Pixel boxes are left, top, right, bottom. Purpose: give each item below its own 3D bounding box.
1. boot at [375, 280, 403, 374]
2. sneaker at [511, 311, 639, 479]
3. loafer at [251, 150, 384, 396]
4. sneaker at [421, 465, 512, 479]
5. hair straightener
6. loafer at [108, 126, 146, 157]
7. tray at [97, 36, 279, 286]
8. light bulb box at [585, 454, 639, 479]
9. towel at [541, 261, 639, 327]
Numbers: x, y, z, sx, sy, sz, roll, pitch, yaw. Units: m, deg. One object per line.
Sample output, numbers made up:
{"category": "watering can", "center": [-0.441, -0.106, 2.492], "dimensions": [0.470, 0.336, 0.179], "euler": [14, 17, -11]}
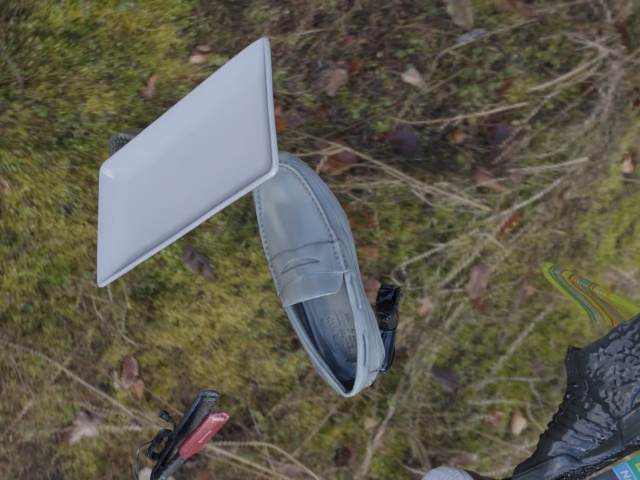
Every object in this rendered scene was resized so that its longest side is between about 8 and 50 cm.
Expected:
{"category": "boot", "center": [0.098, 0.131, 1.378], "dimensions": [0.045, 0.099, 0.121], "euler": [10, 62, 8]}
{"category": "sneaker", "center": [0.202, 0.117, 0.672], "dimensions": [0.170, 0.089, 0.051], "euler": [-37, 146, 28]}
{"category": "loafer", "center": [-0.004, 0.043, 1.133], "dimensions": [0.112, 0.111, 0.319], "euler": [-22, 100, 17]}
{"category": "sneaker", "center": [0.226, 0.283, 0.835], "dimensions": [0.153, 0.269, 0.101], "euler": [12, 97, -45]}
{"category": "hair straightener", "center": [-0.222, 0.304, 1.394], "dimensions": [0.047, 0.089, 0.230], "euler": [8, 129, -42]}
{"category": "loafer", "center": [-0.155, -0.094, 0.992], "dimensions": [0.148, 0.050, 0.056], "euler": [20, 125, -3]}
{"category": "tray", "center": [-0.125, -0.064, 0.852], "dimensions": [0.030, 0.270, 0.145], "euler": [21, 53, -40]}
{"category": "light bulb box", "center": [0.546, 0.547, 1.410], "dimensions": [0.225, 0.358, 0.361], "euler": [-25, 148, -2]}
{"category": "towel", "center": [0.302, 0.086, 0.813], "dimensions": [0.102, 0.237, 0.021], "euler": [35, 89, -34]}
